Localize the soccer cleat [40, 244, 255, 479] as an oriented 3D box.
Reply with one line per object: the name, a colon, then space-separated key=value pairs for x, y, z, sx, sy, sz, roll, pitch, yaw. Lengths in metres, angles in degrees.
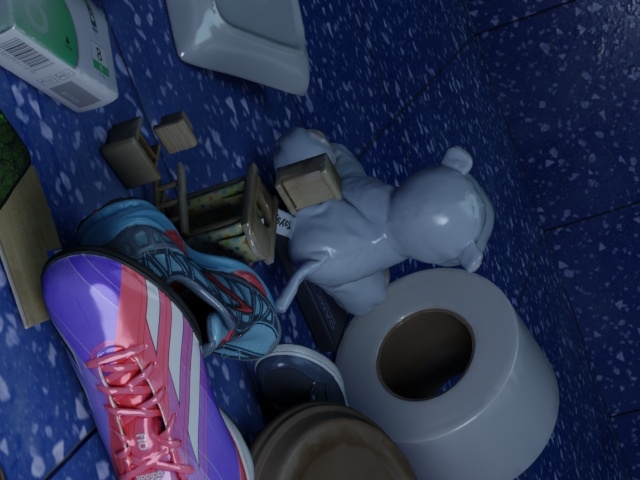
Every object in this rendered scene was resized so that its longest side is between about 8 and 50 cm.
soccer cleat: x=-0.141 y=0.144 z=1.205 sx=0.116 sy=0.108 sz=0.318 roll=-81 pitch=154 yaw=-52

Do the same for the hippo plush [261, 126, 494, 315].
hippo plush: x=0.079 y=-0.048 z=1.739 sx=0.294 sy=0.236 sz=0.234 roll=14 pitch=60 yaw=-69

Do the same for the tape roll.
tape roll: x=0.160 y=0.179 z=1.836 sx=0.169 sy=0.246 sz=0.246 roll=51 pitch=28 yaw=-47

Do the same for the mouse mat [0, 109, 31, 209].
mouse mat: x=-0.291 y=-0.080 z=1.119 sx=0.153 sy=0.007 sz=0.190 roll=57 pitch=22 yaw=-24

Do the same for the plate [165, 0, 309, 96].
plate: x=-0.102 y=-0.329 z=1.777 sx=0.277 sy=0.045 sz=0.278 roll=8 pitch=67 yaw=-58

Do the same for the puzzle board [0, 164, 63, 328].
puzzle board: x=-0.241 y=0.004 z=1.201 sx=0.096 sy=0.011 sz=0.128 roll=-26 pitch=98 yaw=-73

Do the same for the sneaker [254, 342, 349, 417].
sneaker: x=-0.004 y=0.227 z=1.565 sx=0.163 sy=0.086 sz=0.226 roll=-91 pitch=157 yaw=-47

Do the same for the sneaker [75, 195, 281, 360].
sneaker: x=-0.120 y=0.070 z=1.320 sx=0.262 sy=0.104 sz=0.125 roll=35 pitch=23 yaw=-47

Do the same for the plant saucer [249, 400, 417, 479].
plant saucer: x=0.022 y=0.299 z=1.477 sx=0.278 sy=0.041 sz=0.278 roll=17 pitch=65 yaw=-42

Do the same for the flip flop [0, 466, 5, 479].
flip flop: x=-0.241 y=0.171 z=0.937 sx=0.112 sy=0.080 sz=0.277 roll=-14 pitch=87 yaw=-72

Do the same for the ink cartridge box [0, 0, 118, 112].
ink cartridge box: x=-0.260 y=-0.247 z=1.314 sx=0.181 sy=0.056 sz=0.225 roll=33 pitch=44 yaw=-64

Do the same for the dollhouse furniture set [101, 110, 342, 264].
dollhouse furniture set: x=-0.094 y=-0.053 z=1.404 sx=0.101 sy=0.182 sz=0.161 roll=-87 pitch=153 yaw=-46

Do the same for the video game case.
video game case: x=0.000 y=0.000 z=1.885 sx=0.274 sy=0.026 sz=0.196 roll=-62 pitch=132 yaw=-64
